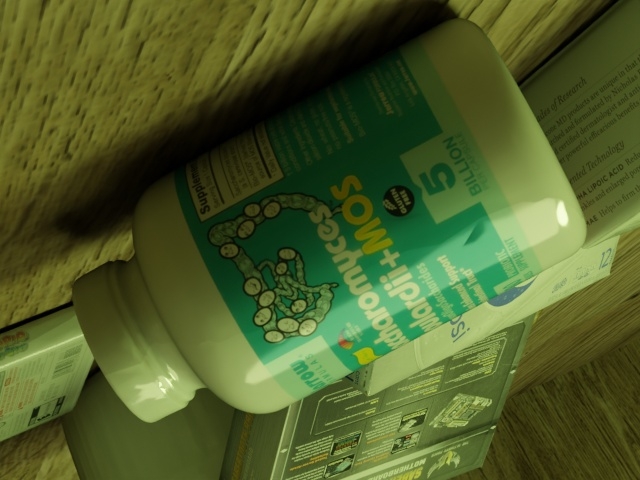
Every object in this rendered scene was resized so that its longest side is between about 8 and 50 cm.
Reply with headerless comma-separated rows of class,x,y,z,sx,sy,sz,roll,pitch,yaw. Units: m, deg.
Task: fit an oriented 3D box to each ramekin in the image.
ramekin,-0.082,0.151,1.283,0.277,0.135,0.277,-25,167,-6

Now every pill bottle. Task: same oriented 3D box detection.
pill bottle,0.000,0.000,0.834,0.264,0.146,0.146,-29,167,6

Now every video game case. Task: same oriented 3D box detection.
video game case,-0.259,0.120,1.059,0.206,0.026,0.227,-22,167,-22

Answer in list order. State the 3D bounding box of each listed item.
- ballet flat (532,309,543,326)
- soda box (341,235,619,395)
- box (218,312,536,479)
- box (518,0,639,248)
ballet flat,0.167,0.075,1.596,0.124,0.116,0.342,-42,171,-26
soda box,0.095,0.005,1.037,0.286,0.098,0.091,-20,129,-44
box,0.043,0.116,1.116,0.231,0.056,0.183,-14,134,-34
box,0.255,-0.101,1.007,0.181,0.119,0.182,-16,164,-39
